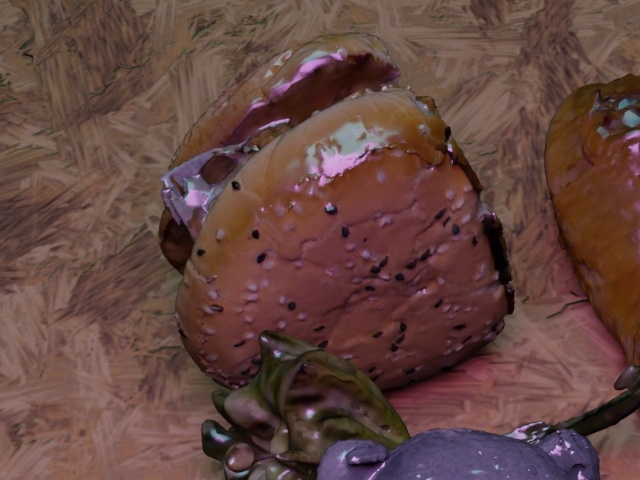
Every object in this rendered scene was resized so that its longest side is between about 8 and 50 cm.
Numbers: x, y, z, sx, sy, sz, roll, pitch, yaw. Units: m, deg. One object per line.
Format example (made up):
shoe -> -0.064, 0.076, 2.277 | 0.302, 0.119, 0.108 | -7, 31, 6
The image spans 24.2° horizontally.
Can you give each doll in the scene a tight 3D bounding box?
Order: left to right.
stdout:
doll -> 0.129, 0.287, 1.019 | 0.246, 0.158, 0.340 | -8, 75, -12

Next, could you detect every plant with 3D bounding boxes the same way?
plant -> 0.068, 0.199, 1.187 | 0.333, 0.251, 0.180 | 12, 53, -11

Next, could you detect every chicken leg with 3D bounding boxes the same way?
chicken leg -> 0.345, 0.033, 1.290 | 0.295, 0.182, 0.409 | 5, 57, -5

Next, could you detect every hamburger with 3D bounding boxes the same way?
hamburger -> 0.000, 0.000, 1.267 | 0.277, 0.318, 0.195 | -25, 47, 1
